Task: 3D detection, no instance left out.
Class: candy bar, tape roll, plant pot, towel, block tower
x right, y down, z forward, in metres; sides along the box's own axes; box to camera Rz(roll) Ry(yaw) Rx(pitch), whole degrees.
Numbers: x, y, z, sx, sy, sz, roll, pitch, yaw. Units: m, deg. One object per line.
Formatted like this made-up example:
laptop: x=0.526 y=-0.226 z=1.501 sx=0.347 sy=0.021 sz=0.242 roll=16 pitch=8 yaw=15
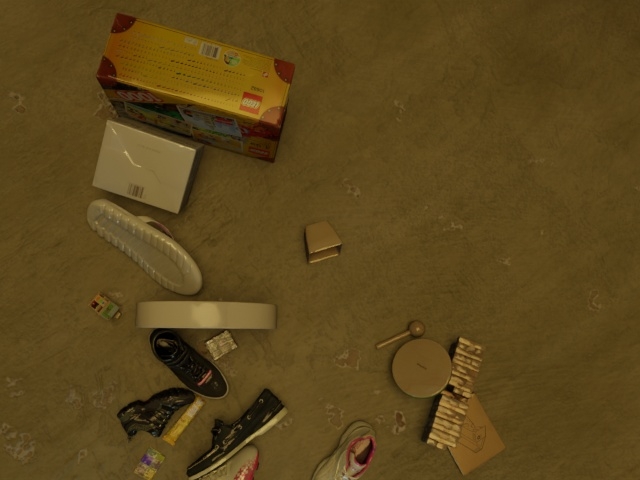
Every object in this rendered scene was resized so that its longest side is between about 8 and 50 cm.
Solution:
candy bar: x=-0.403 y=0.535 z=1.826 sx=0.040 sy=0.018 sz=0.161 roll=39 pitch=78 yaw=-4
tape roll: x=-0.313 y=0.209 z=1.699 sx=0.391 sy=0.392 sz=0.072 roll=2 pitch=82 yaw=-7
plant pot: x=0.000 y=0.000 z=1.917 sx=0.109 sy=0.109 sz=0.096 roll=-16 pitch=72 yaw=-9
towel: x=-0.501 y=0.657 z=1.799 sx=0.060 sy=0.009 sz=0.083 roll=33 pitch=79 yaw=-1
block tower: x=0.410 y=0.473 z=1.892 sx=0.090 sy=0.097 sz=0.336 roll=21 pitch=76 yaw=2

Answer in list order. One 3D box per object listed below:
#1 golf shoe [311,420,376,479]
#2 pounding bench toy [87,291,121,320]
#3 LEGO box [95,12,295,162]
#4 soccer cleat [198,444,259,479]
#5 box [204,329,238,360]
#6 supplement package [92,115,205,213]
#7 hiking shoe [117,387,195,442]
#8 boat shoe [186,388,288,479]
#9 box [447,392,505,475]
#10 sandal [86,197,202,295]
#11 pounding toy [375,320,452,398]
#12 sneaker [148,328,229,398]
golf shoe: x=0.065 y=0.678 z=1.808 sx=0.115 sy=0.140 sz=0.306 roll=33 pitch=80 yaw=-4
pounding bench toy: x=-0.639 y=0.200 z=1.828 sx=0.065 sy=0.083 sz=0.052 roll=30 pitch=75 yaw=29
LEGO box: x=-0.345 y=-0.425 z=1.792 sx=0.499 sy=0.372 sz=0.193 roll=15 pitch=81 yaw=-5
soccer cleat: x=-0.310 y=0.717 z=1.754 sx=0.143 sy=0.116 sz=0.331 roll=39 pitch=80 yaw=-18
box: x=-0.303 y=0.318 z=1.870 sx=0.083 sy=0.018 sz=0.067 roll=-31 pitch=87 yaw=-11
supplement package: x=-0.506 y=-0.226 z=1.823 sx=0.261 sy=0.145 sz=0.204 roll=19 pitch=105 yaw=-4
hiking shoe: x=-0.470 y=0.510 z=1.798 sx=0.226 sy=0.086 sz=0.114 roll=-17 pitch=98 yaw=-4
boat shoe: x=-0.260 y=0.556 z=1.788 sx=0.340 sy=0.127 sz=0.113 roll=-34 pitch=86 yaw=-12
box: x=0.466 y=0.606 z=1.931 sx=0.164 sy=0.021 sz=0.201 roll=-28 pitch=86 yaw=-11
sandal: x=-0.508 y=-0.001 z=1.842 sx=0.416 sy=0.169 sz=0.102 roll=38 pitch=39 yaw=-1
pounding toy: x=0.308 y=0.389 z=1.915 sx=0.183 sy=0.110 sz=0.237 roll=-33 pitch=58 yaw=0
sneaker: x=-0.389 y=0.364 z=1.787 sx=0.295 sy=0.147 sz=0.104 roll=42 pitch=77 yaw=-2
